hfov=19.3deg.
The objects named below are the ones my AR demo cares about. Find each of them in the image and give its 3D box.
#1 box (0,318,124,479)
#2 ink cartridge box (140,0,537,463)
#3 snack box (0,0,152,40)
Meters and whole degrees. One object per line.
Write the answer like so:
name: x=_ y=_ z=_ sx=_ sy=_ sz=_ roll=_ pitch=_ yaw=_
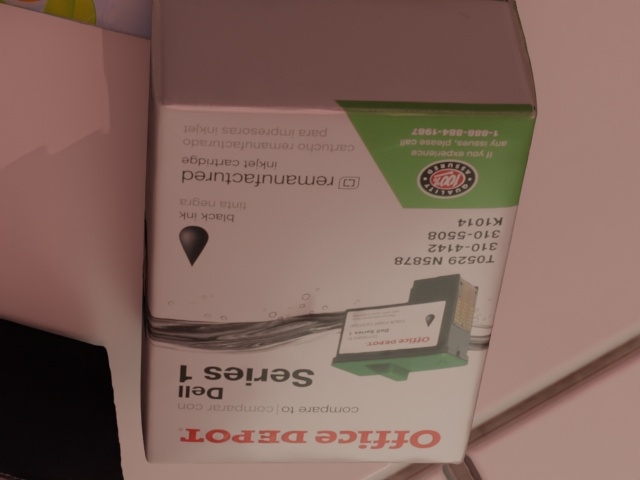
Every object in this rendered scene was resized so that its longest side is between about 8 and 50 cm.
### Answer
box: x=-0.290 y=0.190 z=0.866 sx=0.312 sy=0.179 sz=0.343 roll=17 pitch=105 yaw=-14
ink cartridge box: x=0.000 y=0.000 z=0.853 sx=0.160 sy=0.092 sz=0.219 roll=0 pitch=132 yaw=-6
snack box: x=-0.037 y=-0.172 z=0.842 sx=0.207 sy=0.070 sz=0.174 roll=13 pitch=108 yaw=-13
